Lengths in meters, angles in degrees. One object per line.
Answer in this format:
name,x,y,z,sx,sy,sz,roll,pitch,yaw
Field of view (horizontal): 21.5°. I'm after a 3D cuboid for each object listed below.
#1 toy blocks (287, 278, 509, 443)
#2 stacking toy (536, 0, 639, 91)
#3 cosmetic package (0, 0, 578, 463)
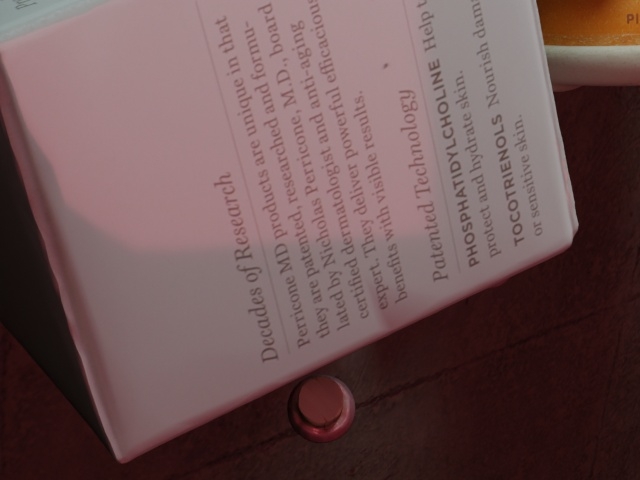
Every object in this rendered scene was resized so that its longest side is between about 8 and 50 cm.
toy blocks,0.000,0.000,1.643,0.288,0.309,0.260,-42,173,-6
stacking toy,0.334,-0.401,1.707,0.351,0.351,0.480,-14,107,-42
cosmetic package,-0.078,-0.108,1.267,0.394,0.329,0.327,-25,119,-19
